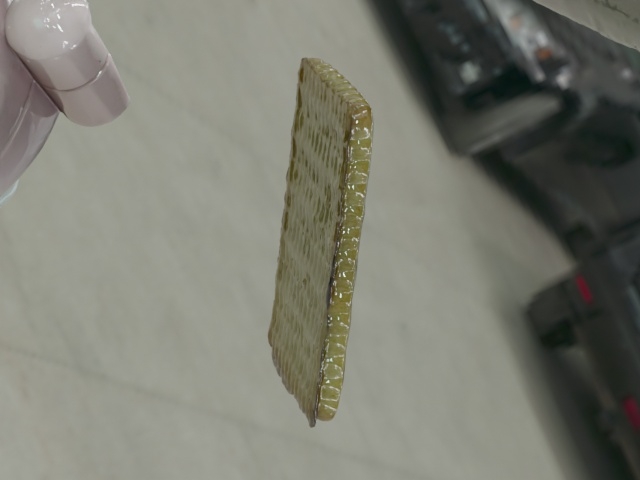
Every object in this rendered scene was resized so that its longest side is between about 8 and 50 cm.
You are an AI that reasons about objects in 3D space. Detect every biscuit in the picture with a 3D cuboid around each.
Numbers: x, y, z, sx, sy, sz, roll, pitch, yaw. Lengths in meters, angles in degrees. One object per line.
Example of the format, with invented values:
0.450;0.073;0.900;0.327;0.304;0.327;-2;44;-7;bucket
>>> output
0.000;0.000;1.476;0.172;0.029;0.254;-127;-138;-66;biscuit

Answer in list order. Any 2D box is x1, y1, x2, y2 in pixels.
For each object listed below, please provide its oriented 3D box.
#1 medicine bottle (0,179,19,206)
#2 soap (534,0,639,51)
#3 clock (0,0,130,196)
-0.324;-0.066;1.664;0.119;0.069;0.183;49;57;-5;medicine bottle
0.334;-0.305;1.482;0.213;0.350;0.435;65;-8;-28;soap
-0.347;-0.118;1.343;0.342;0.326;0.184;47;-12;26;clock
